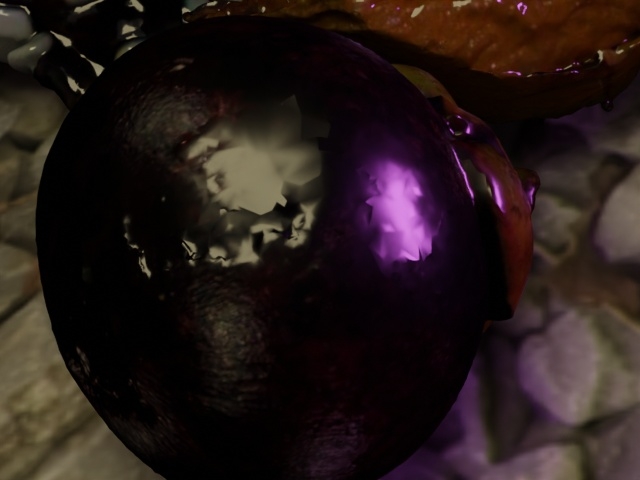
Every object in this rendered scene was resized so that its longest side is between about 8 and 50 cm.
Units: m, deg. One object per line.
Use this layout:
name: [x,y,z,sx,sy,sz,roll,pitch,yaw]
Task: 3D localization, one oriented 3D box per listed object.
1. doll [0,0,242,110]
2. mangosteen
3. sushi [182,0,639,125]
doll: [-0.155,-0.148,1.014,0.316,0.103,0.145,29,81,22]
mangosteen: [0.000,0.000,0.819,0.250,0.211,0.211,-19,46,-36]
sushi: [0.091,-0.122,0.911,0.287,0.149,0.140,-32,18,-11]
